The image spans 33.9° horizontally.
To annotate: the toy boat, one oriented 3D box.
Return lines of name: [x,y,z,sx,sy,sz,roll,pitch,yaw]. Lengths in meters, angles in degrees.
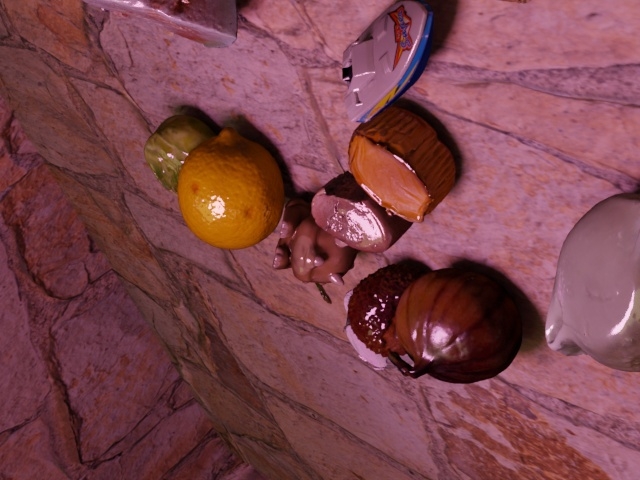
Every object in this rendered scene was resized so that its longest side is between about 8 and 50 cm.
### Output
toy boat: [0.102,-0.279,1.555,0.295,0.088,0.129,146,123,-68]

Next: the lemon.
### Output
lemon: [-0.190,-0.107,2.212,0.228,0.228,0.253,25,140,45]

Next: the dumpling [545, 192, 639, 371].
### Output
dumpling: [0.430,0.077,1.403,0.270,0.212,0.320,48,168,-5]

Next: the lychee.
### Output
lychee: [0.141,0.134,2.068,0.188,0.188,0.188,40,156,22]

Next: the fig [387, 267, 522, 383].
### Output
fig: [0.247,0.163,1.886,0.235,0.214,0.235,9,135,9]

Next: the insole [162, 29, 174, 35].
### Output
insole: [-0.357,-0.525,2.141,0.081,0.011,0.248,21,144,49]

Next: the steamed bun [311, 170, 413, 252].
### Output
steamed bun: [0.082,-0.063,1.897,0.175,0.145,0.106,24,130,23]

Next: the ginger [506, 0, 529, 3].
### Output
ginger: [0.233,-0.352,1.266,0.213,0.074,0.137,8,134,50]

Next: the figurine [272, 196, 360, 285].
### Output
figurine: [-0.001,0.004,2.141,0.173,0.177,0.247,12,179,-2]

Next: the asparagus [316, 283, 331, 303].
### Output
asparagus: [-0.013,0.091,2.478,0.016,0.016,0.163,-3,126,39]

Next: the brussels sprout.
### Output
brussels sprout: [-0.294,-0.188,2.382,0.223,0.161,0.223,20,157,9]

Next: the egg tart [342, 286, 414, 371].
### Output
egg tart: [0.127,0.207,2.309,0.234,0.094,0.234,41,154,24]

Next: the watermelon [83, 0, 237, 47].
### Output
watermelon: [-0.314,-0.472,1.825,0.387,0.258,0.228,57,154,-8]

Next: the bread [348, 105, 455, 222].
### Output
bread: [0.137,-0.131,1.746,0.199,0.104,0.199,37,158,18]
